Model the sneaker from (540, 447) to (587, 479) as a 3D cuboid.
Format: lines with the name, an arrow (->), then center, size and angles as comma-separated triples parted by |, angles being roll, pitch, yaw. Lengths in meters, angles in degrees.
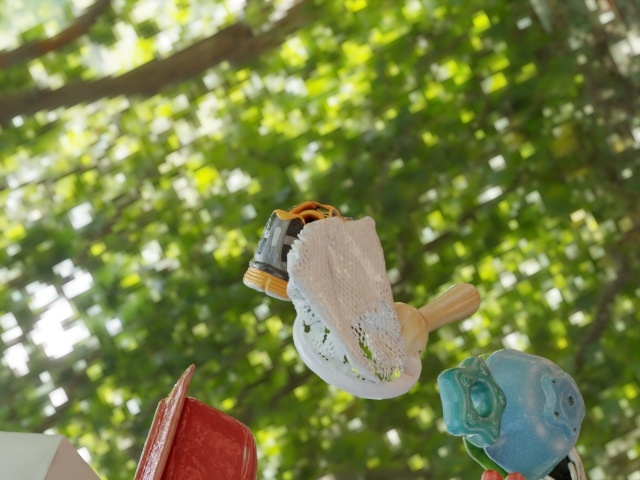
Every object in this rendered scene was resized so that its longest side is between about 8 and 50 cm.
sneaker -> 0.227, 0.244, 1.642 | 0.191, 0.071, 0.083 | 66, 173, -10

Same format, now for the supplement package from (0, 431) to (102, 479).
supplement package -> -0.373, 0.334, 1.965 | 0.149, 0.203, 0.194 | 60, -140, -44

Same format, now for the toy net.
toy net -> 0.050, 0.073, 0.791 | 0.232, 0.045, 0.122 | 33, -129, -39

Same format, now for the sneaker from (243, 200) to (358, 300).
sneaker -> 0.000, 0.000, 1.716 | 0.215, 0.084, 0.083 | -25, -50, -65

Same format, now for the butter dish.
butter dish -> -0.088, 0.203, 1.327 | 0.160, 0.118, 0.160 | 114, 174, -56
